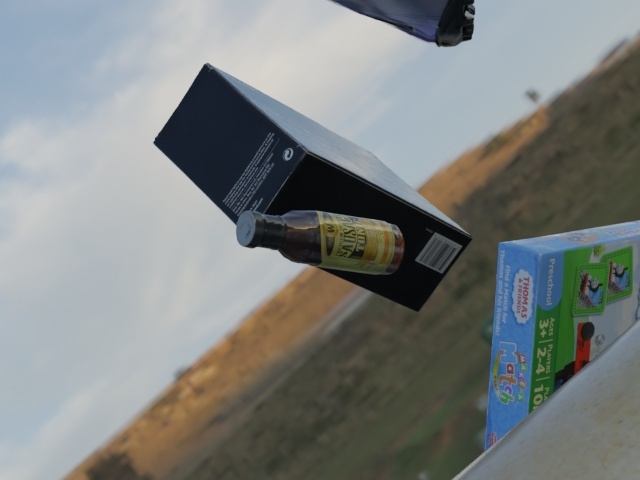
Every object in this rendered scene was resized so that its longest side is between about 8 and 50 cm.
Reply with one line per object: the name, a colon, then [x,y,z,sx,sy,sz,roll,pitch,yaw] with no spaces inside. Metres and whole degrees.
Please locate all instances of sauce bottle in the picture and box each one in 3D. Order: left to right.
sauce bottle: [0.000,0.000,1.162,0.128,0.042,0.042,6,-41,-35]

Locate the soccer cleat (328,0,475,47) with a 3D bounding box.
soccer cleat: [0.019,-0.165,0.831,0.318,0.116,0.108,4,-91,-79]

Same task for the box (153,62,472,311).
box: [-0.005,-0.048,1.565,0.261,0.184,0.103,25,-74,-46]

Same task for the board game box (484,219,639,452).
board game box: [0.192,0.070,1.057,0.211,0.039,0.160,-9,-73,-43]

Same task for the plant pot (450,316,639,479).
plant pot: [0.156,0.189,0.705,0.305,0.334,0.334,-32,-11,-9]
